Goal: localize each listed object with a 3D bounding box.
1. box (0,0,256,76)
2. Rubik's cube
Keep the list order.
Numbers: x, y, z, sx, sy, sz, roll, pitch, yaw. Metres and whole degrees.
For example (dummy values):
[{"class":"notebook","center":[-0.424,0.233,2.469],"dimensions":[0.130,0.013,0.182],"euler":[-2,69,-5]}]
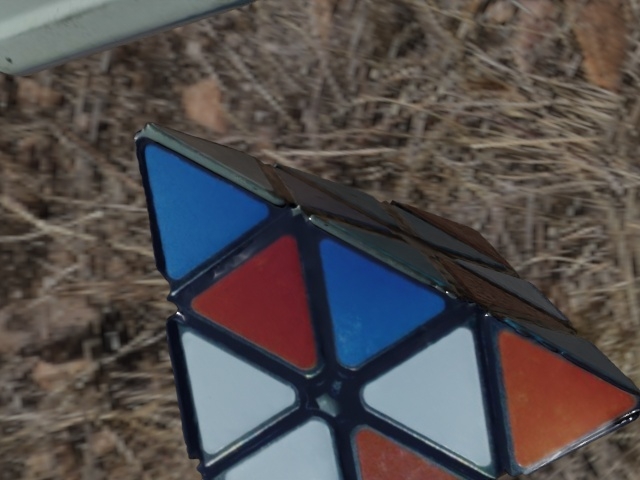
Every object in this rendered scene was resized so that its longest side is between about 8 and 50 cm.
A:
[{"class":"box","center":[-0.083,-0.194,0.902],"dimensions":[0.175,0.182,0.312],"euler":[48,151,-23]},{"class":"Rubik's cube","center":[0.000,0.000,0.978],"dimensions":[0.234,0.250,0.284],"euler":[43,129,-19]}]
